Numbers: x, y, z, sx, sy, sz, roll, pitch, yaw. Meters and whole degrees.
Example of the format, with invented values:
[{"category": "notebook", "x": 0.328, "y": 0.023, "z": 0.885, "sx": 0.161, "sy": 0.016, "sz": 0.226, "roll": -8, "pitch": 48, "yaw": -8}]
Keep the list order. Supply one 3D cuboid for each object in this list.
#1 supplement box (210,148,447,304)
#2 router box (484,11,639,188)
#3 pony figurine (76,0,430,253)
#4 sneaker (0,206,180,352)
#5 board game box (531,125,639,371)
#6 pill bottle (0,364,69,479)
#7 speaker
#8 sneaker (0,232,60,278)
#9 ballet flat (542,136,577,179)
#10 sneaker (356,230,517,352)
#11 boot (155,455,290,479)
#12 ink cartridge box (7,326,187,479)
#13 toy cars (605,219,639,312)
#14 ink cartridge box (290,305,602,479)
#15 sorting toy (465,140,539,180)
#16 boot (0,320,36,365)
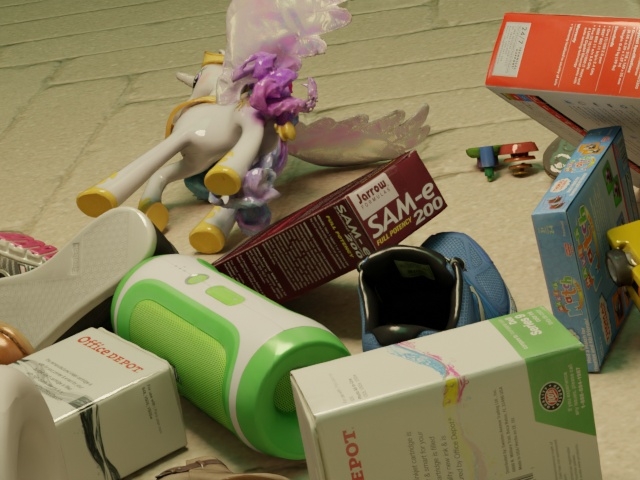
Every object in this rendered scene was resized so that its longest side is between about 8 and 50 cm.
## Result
[{"category": "supplement box", "x": 0.000, "y": 0.000, "z": 1.621, "sx": 0.239, "sy": 0.073, "sz": 0.130, "roll": -27, "pitch": 6, "yaw": 45}, {"category": "router box", "x": 0.382, "y": -0.123, "z": 1.601, "sx": 0.301, "sy": 0.082, "sz": 0.335, "roll": 11, "pitch": -10, "yaw": 42}, {"category": "pony figurine", "x": -0.085, "y": -0.149, "z": 1.948, "sx": 0.351, "sy": 0.303, "sz": 0.363, "roll": -8, "pitch": 36, "yaw": 29}, {"category": "sneaker", "x": -0.266, "y": 0.079, "z": 1.666, "sx": 0.296, "sy": 0.104, "sz": 0.147, "roll": -33, "pitch": -24, "yaw": 11}, {"category": "board game box", "x": 0.259, "y": 0.004, "z": 1.497, "sx": 0.039, "sy": 0.160, "sz": 0.211, "roll": -5, "pitch": 22, "yaw": 26}, {"category": "pill bottle", "x": -0.398, "y": 0.233, "z": 1.158, "sx": 0.408, "sy": 0.229, "sz": 0.229, "roll": -10, "pitch": 22, "yaw": 2}, {"category": "speaker", "x": -0.085, "y": 0.101, "z": 1.466, "sx": 0.131, "sy": 0.131, "sz": 0.296, "roll": -22, "pitch": 24, "yaw": -25}, {"category": "sneaker", "x": -0.305, "y": 0.051, "z": 1.788, "sx": 0.170, "sy": 0.075, "sz": 0.063, "roll": 23, "pitch": 16, "yaw": 19}, {"category": "ballet flat", "x": 0.383, "y": -0.113, "z": 1.875, "sx": 0.250, "sy": 0.058, "sz": 0.084, "roll": -19, "pitch": 58, "yaw": -5}, {"category": "sneaker", "x": 0.108, "y": 0.057, "z": 1.459, "sx": 0.130, "sy": 0.147, "sz": 0.330, "roll": -6, "pitch": 22, "yaw": 12}, {"category": "boot", "x": -0.085, "y": 0.204, "z": 1.337, "sx": 0.118, "sy": 0.042, "sz": 0.087, "roll": -6, "pitch": 14, "yaw": -8}, {"category": "ink cartridge box", "x": -0.247, "y": 0.170, "z": 1.429, "sx": 0.208, "sy": 0.087, "sz": 0.153, "roll": -25, "pitch": 26, "yaw": -29}, {"category": "toy cars", "x": 0.409, "y": 0.077, "z": 1.349, "sx": 0.394, "sy": 0.087, "sz": 0.176, "roll": 14, "pitch": 45, "yaw": 35}, {"category": "ink cartridge box", "x": 0.096, "y": 0.156, "z": 1.212, "sx": 0.212, "sy": 0.154, "sz": 0.093, "roll": -15, "pitch": 23, "yaw": -10}, {"category": "sorting toy", "x": 0.218, "y": -0.096, "z": 1.930, "sx": 0.061, "sy": 0.042, "sz": 0.102, "roll": -9, "pitch": 4, "yaw": -39}, {"category": "boot", "x": -0.423, "y": 0.166, "z": 1.486, "sx": 0.283, "sy": 0.109, "sz": 0.220, "roll": -6, "pitch": 21, "yaw": 18}]
